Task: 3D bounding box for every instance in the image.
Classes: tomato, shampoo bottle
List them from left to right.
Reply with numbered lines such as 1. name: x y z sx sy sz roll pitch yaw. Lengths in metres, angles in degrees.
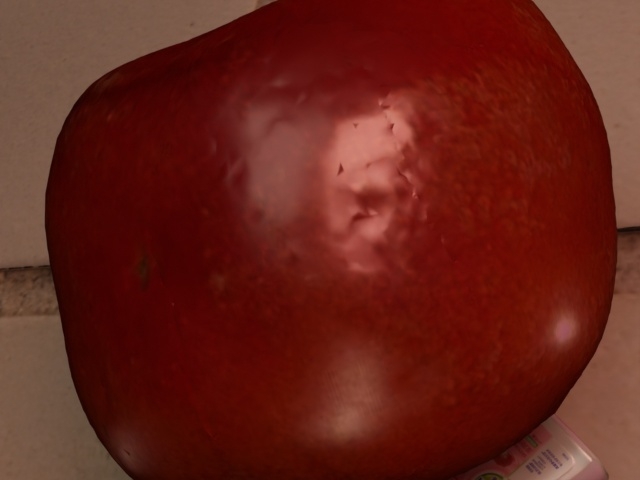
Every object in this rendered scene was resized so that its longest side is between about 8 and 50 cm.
1. tomato: 0.000 0.000 0.528 0.325 0.290 0.293 -5 88 39
2. shampoo bottle: 0.111 0.146 0.538 0.099 0.043 0.072 -41 47 -1
